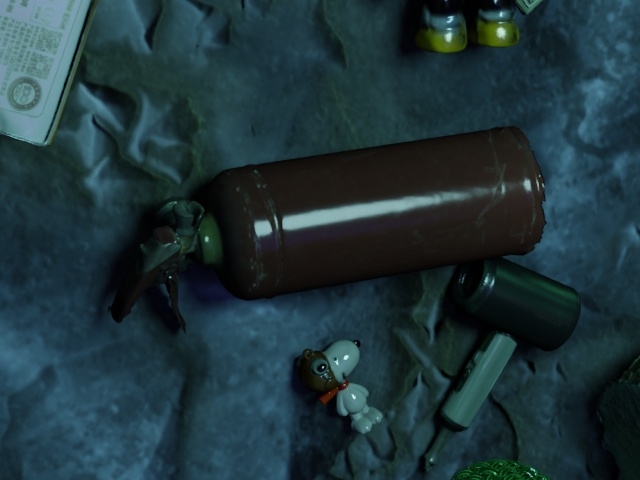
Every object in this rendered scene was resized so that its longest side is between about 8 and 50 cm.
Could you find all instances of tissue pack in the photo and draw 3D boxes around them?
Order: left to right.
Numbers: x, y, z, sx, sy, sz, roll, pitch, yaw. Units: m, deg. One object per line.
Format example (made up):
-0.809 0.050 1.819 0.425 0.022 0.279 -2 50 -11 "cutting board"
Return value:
-0.243 -0.200 1.338 0.185 0.124 0.225 15 101 -24 "tissue pack"

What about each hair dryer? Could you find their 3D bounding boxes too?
0.129 0.109 1.617 0.100 0.057 0.198 22 104 -23 "hair dryer"

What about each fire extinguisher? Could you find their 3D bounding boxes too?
0.000 0.000 1.512 0.337 0.106 0.147 -9 135 -16 "fire extinguisher"

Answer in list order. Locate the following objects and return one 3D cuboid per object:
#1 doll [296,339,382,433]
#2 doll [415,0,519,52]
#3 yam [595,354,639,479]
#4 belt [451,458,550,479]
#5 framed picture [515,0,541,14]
0.014 0.120 1.584 0.058 0.040 0.085 -22 113 -23 "doll"
0.128 -0.292 1.442 0.145 0.103 0.316 2 115 -4 "doll"
0.411 0.134 1.626 0.348 0.241 0.241 -35 115 -8 "yam"
0.170 0.260 1.660 0.151 0.079 0.121 28 95 -26 "belt"
0.163 -0.289 1.518 0.142 0.011 0.183 -42 116 -3 "framed picture"
